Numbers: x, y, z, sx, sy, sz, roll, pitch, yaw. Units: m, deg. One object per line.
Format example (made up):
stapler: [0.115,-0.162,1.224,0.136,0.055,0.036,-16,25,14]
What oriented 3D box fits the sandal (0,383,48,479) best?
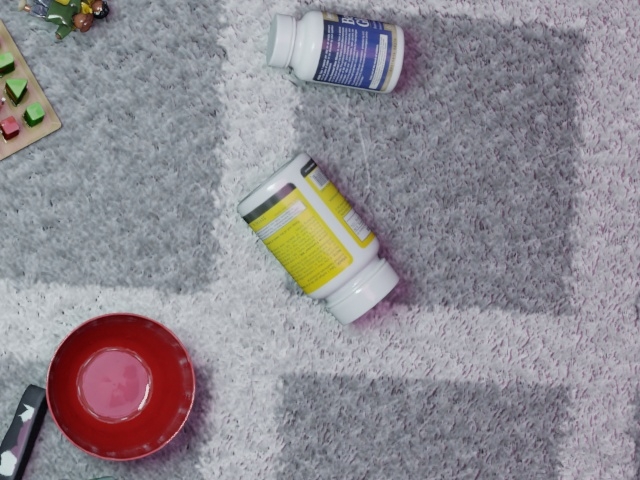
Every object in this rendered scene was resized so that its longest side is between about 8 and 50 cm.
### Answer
sandal: [-0.400,0.296,1.809,0.054,0.097,0.254,18,72,0]

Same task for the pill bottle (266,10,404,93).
pill bottle: [0.018,-0.250,1.941,0.169,0.094,0.094,8,84,-13]

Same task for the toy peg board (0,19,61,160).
toy peg board: [-0.430,-0.178,1.838,0.161,0.079,0.161,-31,93,-14]

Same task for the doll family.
doll family: [-0.304,-0.337,1.884,0.111,0.076,0.193,20,79,-6]

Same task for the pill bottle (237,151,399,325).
pill bottle: [0.000,0.000,1.906,0.119,0.119,0.208,-40,95,-13]

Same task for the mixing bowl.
mixing bowl: [-0.253,0.182,1.843,0.181,0.098,0.181,1,85,-13]

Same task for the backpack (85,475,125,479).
backpack: [-0.277,0.348,1.781,0.152,0.182,0.115,-30,93,-13]
